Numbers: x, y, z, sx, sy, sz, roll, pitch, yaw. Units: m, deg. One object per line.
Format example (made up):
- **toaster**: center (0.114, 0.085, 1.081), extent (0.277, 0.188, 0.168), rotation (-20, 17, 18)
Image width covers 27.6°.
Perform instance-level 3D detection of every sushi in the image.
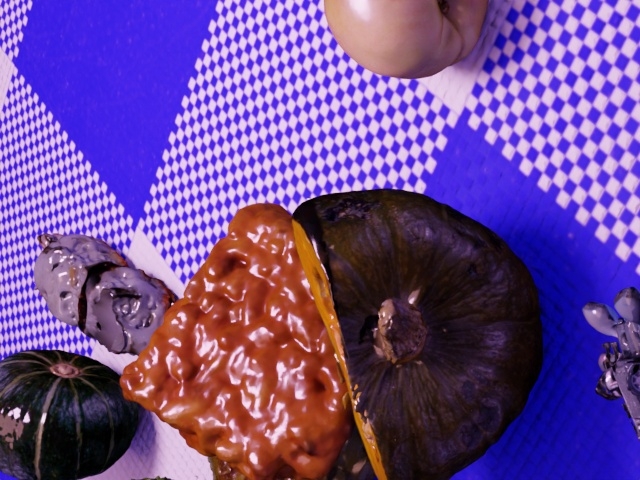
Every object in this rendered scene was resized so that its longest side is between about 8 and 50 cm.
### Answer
- **sushi**: center (-0.325, 0.086, 1.979), extent (0.332, 0.130, 0.124), rotation (30, 114, 45)

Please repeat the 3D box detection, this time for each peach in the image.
- **peach**: center (0.090, -0.264, 1.434), extent (0.184, 0.184, 0.184), rotation (2, 93, 50)

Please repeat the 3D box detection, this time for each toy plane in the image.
- **toy plane**: center (0.320, 0.167, 1.243), extent (0.169, 0.078, 0.246), rotation (140, 119, -74)

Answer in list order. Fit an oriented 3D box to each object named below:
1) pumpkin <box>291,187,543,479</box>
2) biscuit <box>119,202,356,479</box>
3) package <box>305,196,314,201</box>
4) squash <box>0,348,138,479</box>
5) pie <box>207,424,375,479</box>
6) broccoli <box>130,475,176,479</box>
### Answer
- **pumpkin**: center (0.115, 0.083, 1.348), extent (0.242, 0.232, 0.325), rotation (118, 132, -87)
- **biscuit**: center (-0.053, 0.123, 1.549), extent (0.318, 0.110, 0.312), rotation (28, 77, 28)
- **package**: center (-0.001, 0.000, 1.660), extent (0.077, 0.033, 0.111), rotation (19, 101, 59)
- **squash**: center (-0.405, 0.266, 1.991), extent (0.252, 0.252, 0.165), rotation (29, 111, 46)
- **pie**: center (-0.059, 0.237, 1.685), extent (0.354, 0.103, 0.288), rotation (-19, 70, 50)
- **broccoli**: center (-0.217, 0.467, 1.729), extent (0.317, 0.338, 0.277), rotation (-35, 78, 24)
